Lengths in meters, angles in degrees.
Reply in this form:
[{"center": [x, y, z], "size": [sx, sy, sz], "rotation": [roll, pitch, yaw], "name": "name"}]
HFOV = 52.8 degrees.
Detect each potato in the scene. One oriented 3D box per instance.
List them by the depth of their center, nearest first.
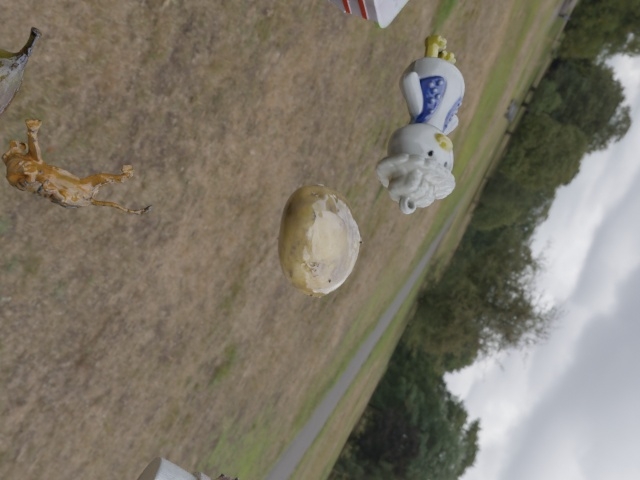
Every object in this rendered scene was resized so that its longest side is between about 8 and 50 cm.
[{"center": [0.001, -0.004, 0.989], "size": [0.234, 0.128, 0.161], "rotation": [89, 8, -45], "name": "potato"}]

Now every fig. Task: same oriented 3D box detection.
[{"center": [-0.689, -0.353, 1.348], "size": [0.274, 0.170, 0.145], "rotation": [-34, -153, 4], "name": "fig"}]

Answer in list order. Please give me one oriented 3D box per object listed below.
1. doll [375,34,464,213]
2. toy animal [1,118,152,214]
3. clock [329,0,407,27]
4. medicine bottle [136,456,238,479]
[{"center": [0.157, -0.172, 0.964], "size": [0.138, 0.119, 0.293], "rotation": [37, 60, -42], "name": "doll"}, {"center": [-0.407, -0.087, 1.061], "size": [0.116, 0.255, 0.114], "rotation": [-46, -159, 54], "name": "toy animal"}, {"center": [0.043, -0.566, 1.219], "size": [0.235, 0.309, 0.166], "rotation": [-53, 151, -15], "name": "clock"}, {"center": [-0.121, 0.370, 0.786], "size": [0.147, 0.247, 0.147], "rotation": [-51, -167, 17], "name": "medicine bottle"}]
